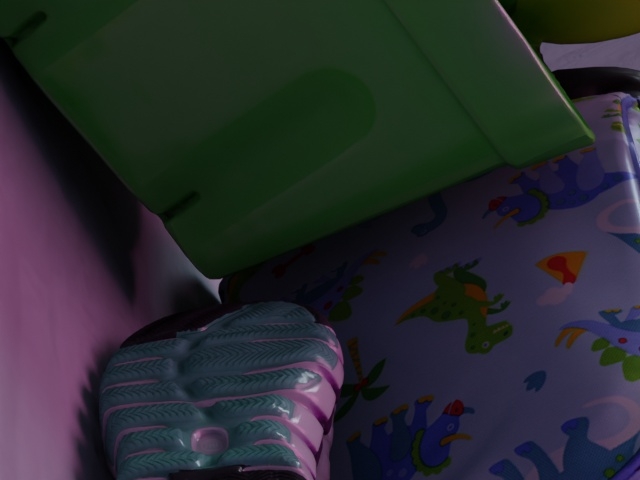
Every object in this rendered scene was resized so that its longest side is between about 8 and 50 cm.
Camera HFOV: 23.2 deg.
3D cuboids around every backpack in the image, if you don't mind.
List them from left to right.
[{"bbox_3d":[0.089,0.090,0.682,0.273,0.290,0.356,50,23,-50],"label":"backpack"}]

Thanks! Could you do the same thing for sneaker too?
[{"bbox_3d":[-0.032,0.095,0.514,0.224,0.083,0.098,-83,169,-71],"label":"sneaker"}]

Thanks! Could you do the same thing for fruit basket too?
[{"bbox_3d":[0.050,-0.180,0.717,0.283,0.392,0.392,50,10,-19],"label":"fruit basket"}]
